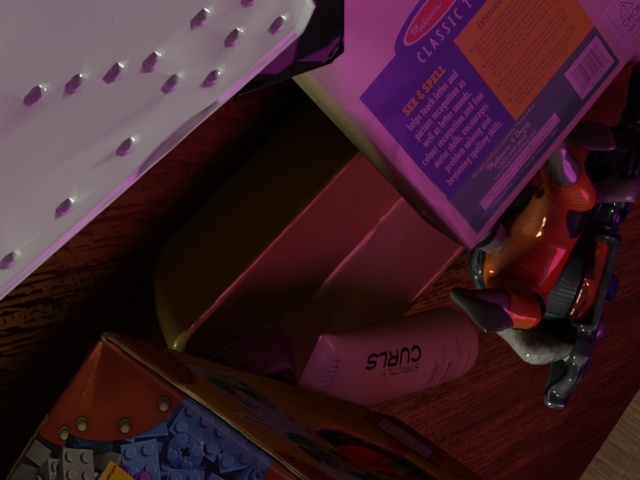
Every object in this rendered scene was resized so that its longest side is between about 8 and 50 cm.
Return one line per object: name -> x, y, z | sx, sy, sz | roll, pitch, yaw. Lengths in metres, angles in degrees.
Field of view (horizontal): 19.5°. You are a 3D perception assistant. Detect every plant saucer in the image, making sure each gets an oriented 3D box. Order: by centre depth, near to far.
plant saucer -> -0.070, 0.133, 1.272 | 0.168, 0.029, 0.168 | -44, 159, -22
plant saucer -> 0.000, 0.000, 1.362 | 0.333, 0.081, 0.333 | -46, 160, -16

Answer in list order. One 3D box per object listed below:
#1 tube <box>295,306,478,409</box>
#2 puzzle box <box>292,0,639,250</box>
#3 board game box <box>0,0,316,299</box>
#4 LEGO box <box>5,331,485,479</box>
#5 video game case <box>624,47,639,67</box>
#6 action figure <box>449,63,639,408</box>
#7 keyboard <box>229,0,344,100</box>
tube -> 0.043, 0.097, 1.426 | 0.062, 0.070, 0.240 | -12, 178, 31
puzzle box -> 0.143, -0.223, 1.173 | 0.409, 0.052, 0.272 | -50, 134, -6
board game box -> -0.202, -0.053, 0.749 | 0.390, 0.050, 0.390 | -41, 159, -1
LEGO box -> -0.060, 0.292, 1.202 | 0.372, 0.193, 0.500 | -57, 156, 3
video game case -> 0.308, -0.240, 1.733 | 0.274, 0.026, 0.196 | -29, 150, -51
action figure -> 0.206, -0.031, 1.741 | 0.330, 0.178, 0.341 | 60, 46, -77
keyboard -> -0.036, -0.162, 1.006 | 0.108, 0.023, 0.180 | -22, 131, -27
